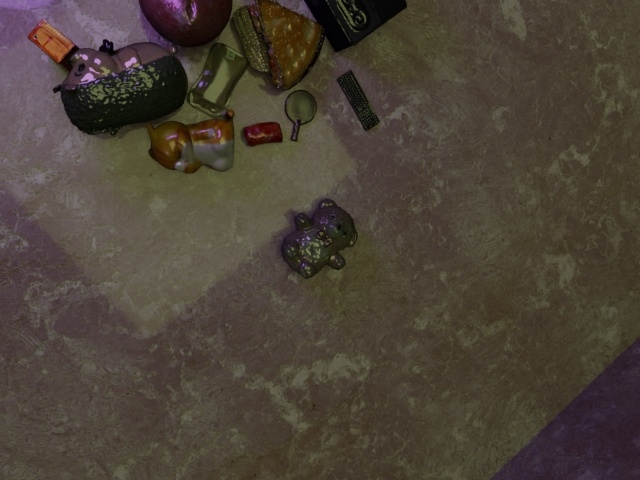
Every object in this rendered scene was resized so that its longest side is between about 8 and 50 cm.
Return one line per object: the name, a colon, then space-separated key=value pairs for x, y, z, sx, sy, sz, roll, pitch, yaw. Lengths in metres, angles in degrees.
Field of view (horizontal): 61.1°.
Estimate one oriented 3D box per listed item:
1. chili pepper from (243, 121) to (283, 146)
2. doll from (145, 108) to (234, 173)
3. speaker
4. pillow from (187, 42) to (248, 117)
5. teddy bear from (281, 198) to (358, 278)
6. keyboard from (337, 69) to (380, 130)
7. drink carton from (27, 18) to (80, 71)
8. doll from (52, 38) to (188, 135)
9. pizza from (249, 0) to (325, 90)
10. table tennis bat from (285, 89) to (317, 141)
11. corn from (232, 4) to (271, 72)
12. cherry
chili pepper: x=-0.185 y=-0.341 z=1.744 sx=0.123 sy=0.070 sz=0.073 roll=-14 pitch=119 yaw=-17
doll: x=-0.379 y=-0.291 z=1.645 sx=0.269 sy=0.162 sz=0.167 roll=-10 pitch=138 yaw=-21
speaker: x=0.098 y=-0.771 z=1.703 sx=0.232 sy=0.184 sz=0.254 roll=-37 pitch=108 yaw=-8
pillow: x=-0.320 y=-0.501 z=1.694 sx=0.130 sy=0.033 sz=0.218 roll=25 pitch=90 yaw=-17
teddy bear: x=-0.001 y=0.001 z=1.809 sx=0.267 sy=0.151 sz=0.236 roll=-36 pitch=100 yaw=-4
keyboard: x=0.130 y=-0.475 z=1.845 sx=0.061 sy=0.013 sz=0.204 roll=-35 pitch=106 yaw=-9
drink carton: x=-0.708 y=-0.522 z=1.474 sx=0.096 sy=0.223 sz=0.071 roll=40 pitch=87 yaw=-17
doll: x=-0.544 y=-0.435 z=1.503 sx=0.349 sy=0.247 sz=0.247 roll=-34 pitch=107 yaw=-26
pizza: x=-0.120 y=-0.597 z=1.675 sx=0.287 sy=0.074 sz=0.251 roll=13 pitch=86 yaw=-39
table tennis bat: x=-0.055 y=-0.406 z=1.745 sx=0.107 sy=0.119 sz=0.170 roll=10 pitch=94 yaw=-18
corn: x=-0.211 y=-0.620 z=1.689 sx=0.087 sy=0.087 sz=0.211 roll=-19 pitch=109 yaw=-13
cherry: x=-0.378 y=-0.669 z=1.533 sx=0.261 sy=0.307 sz=0.221 roll=0 pitch=139 yaw=-21
